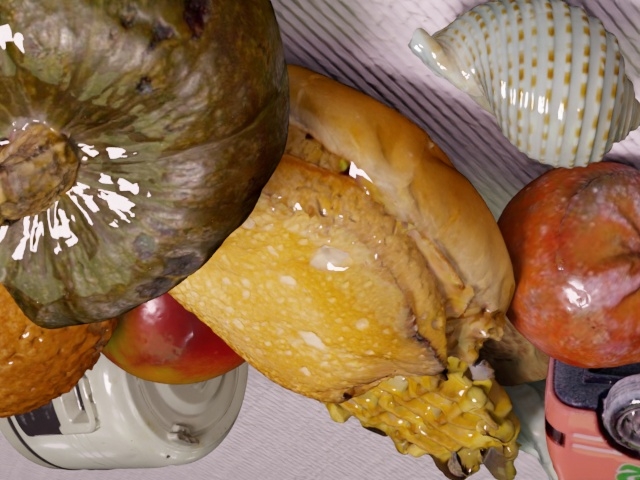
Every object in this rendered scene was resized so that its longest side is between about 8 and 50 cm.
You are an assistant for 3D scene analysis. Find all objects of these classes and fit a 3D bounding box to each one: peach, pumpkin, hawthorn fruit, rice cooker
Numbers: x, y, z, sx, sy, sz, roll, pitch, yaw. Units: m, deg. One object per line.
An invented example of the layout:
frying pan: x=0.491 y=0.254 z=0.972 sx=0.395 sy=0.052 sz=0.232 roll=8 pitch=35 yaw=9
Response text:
peach: x=-0.117 y=0.033 z=1.681 sx=0.197 sy=0.197 sz=0.197 roll=9 pitch=160 yaw=3
pumpkin: x=-0.138 y=-0.096 z=1.221 sx=0.232 sy=0.242 sz=0.325 roll=-14 pitch=130 yaw=15
hawthorn fruit: x=0.215 y=0.022 z=1.504 sx=0.173 sy=0.173 sz=0.173 roll=9 pitch=160 yaw=3
rice cooker: x=-0.212 y=0.124 z=1.899 sx=0.244 sy=0.226 sz=0.226 roll=-4 pitch=156 yaw=42

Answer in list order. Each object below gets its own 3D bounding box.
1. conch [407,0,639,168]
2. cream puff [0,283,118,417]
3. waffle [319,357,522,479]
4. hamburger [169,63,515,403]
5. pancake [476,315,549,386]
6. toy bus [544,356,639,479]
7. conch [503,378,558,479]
conch: x=0.145 y=-0.112 z=1.271 sx=0.153 sy=0.102 sz=0.135 roll=42 pitch=174 yaw=8
cream puff: x=-0.285 y=-0.002 z=1.557 sx=0.212 sy=0.303 sz=0.303 roll=-28 pitch=-171 yaw=-40
waffle: x=0.061 y=0.128 z=1.826 sx=0.329 sy=0.062 sz=0.329 roll=27 pitch=159 yaw=11
hamburger: x=0.000 y=0.000 z=1.479 sx=0.314 sy=0.170 sz=0.290 roll=42 pitch=154 yaw=-17
pancake: x=0.117 y=0.065 z=1.771 sx=0.250 sy=0.031 sz=0.250 roll=21 pitch=153 yaw=12
toy bus: x=0.407 y=0.154 z=1.616 sx=0.427 sy=0.203 sz=0.233 roll=6 pitch=134 yaw=10
conch: x=0.337 y=0.216 z=1.887 sx=0.319 sy=0.215 sz=0.303 roll=49 pitch=171 yaw=6
